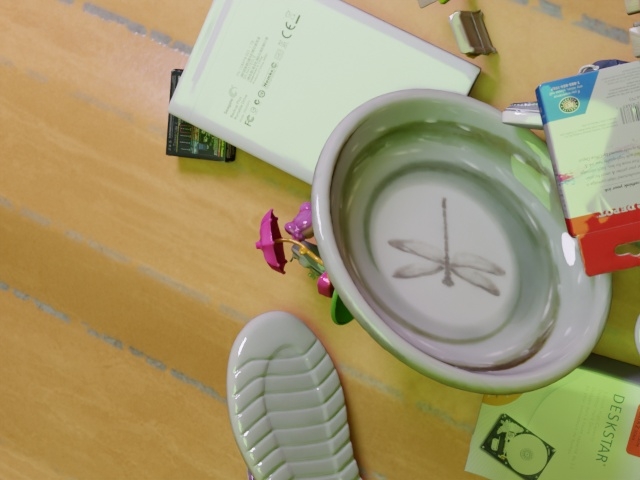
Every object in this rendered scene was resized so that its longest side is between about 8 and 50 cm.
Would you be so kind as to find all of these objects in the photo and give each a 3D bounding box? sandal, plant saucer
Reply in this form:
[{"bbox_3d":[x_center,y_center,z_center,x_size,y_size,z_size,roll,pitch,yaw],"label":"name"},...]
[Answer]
[{"bbox_3d":[-0.034,0.303,1.687,0.102,0.169,0.416,-19,90,60],"label":"sandal"},{"bbox_3d":[0.158,0.009,1.491,0.400,0.400,0.100,52,144,7],"label":"plant saucer"}]

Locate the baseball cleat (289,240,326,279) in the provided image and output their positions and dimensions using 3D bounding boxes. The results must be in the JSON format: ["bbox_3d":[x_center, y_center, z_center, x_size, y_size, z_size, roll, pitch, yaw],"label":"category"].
[{"bbox_3d":[0.065,0.035,1.656,0.205,0.072,0.109,32,89,11],"label":"baseball cleat"}]

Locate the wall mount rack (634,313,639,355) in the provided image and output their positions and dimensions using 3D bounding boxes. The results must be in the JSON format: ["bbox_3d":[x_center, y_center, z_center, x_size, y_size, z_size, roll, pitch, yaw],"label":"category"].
[{"bbox_3d":[0.558,0.074,1.454,0.350,0.130,0.304,-40,79,19],"label":"wall mount rack"}]

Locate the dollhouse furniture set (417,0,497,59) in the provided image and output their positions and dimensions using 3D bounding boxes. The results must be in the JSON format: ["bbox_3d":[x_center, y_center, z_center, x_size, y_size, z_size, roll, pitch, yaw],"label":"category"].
[{"bbox_3d":[0.161,-0.294,1.578,0.058,0.076,0.152,-21,87,33],"label":"dollhouse furniture set"}]

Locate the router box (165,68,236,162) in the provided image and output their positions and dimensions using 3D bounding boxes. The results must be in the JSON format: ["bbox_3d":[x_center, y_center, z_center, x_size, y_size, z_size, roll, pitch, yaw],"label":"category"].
[{"bbox_3d":[-0.162,-0.173,1.717,0.092,0.038,0.123,8,99,19],"label":"router box"}]

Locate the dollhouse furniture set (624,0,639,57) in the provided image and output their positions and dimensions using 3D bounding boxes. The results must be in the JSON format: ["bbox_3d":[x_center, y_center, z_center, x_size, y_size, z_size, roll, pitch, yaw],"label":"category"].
[{"bbox_3d":[0.404,-0.309,1.440,0.101,0.161,0.182,-10,93,20],"label":"dollhouse furniture set"}]

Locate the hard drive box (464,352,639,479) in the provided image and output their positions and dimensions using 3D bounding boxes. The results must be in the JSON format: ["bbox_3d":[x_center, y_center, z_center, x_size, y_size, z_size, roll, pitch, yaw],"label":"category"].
[{"bbox_3d":[0.320,0.234,1.568,0.232,0.089,0.181,15,101,17],"label":"hard drive box"}]

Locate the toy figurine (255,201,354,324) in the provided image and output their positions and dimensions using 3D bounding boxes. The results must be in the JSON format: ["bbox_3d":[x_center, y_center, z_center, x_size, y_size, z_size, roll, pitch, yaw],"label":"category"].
[{"bbox_3d":[0.000,0.000,1.590,0.159,0.130,0.173,27,63,22],"label":"toy figurine"}]

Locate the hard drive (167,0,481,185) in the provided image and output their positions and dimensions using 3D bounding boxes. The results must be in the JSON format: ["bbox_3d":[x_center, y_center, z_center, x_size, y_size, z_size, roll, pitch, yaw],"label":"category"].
[{"bbox_3d":[0.002,-0.196,1.629,0.353,0.047,0.233,27,104,7],"label":"hard drive"}]

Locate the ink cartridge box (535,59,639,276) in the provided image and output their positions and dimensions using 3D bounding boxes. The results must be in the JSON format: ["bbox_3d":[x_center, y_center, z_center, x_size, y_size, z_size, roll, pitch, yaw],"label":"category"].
[{"bbox_3d":[0.343,-0.084,1.457,0.134,0.078,0.231,-13,92,6],"label":"ink cartridge box"}]

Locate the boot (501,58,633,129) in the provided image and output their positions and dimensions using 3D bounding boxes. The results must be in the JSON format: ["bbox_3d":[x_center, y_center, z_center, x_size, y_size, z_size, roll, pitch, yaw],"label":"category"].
[{"bbox_3d":[0.320,-0.179,1.531,0.189,0.069,0.086,2,91,2],"label":"boot"}]
